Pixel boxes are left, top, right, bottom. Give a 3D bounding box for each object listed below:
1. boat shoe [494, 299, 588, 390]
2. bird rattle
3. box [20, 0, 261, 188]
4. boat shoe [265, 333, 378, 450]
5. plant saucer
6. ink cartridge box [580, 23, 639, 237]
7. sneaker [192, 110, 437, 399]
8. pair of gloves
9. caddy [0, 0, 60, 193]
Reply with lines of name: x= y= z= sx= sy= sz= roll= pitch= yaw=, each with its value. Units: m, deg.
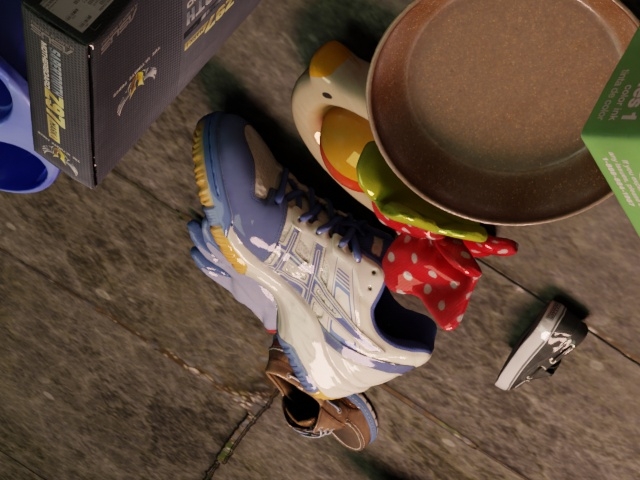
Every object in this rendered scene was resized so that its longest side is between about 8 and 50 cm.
boat shoe: x=0.186 y=0.098 z=1.630 sx=0.040 sy=0.049 sz=0.142 roll=31 pitch=151 yaw=2
bird rattle: x=0.068 y=-0.060 z=1.463 sx=0.207 sy=0.143 sz=0.253 roll=40 pitch=168 yaw=11
box: x=-0.105 y=-0.169 z=1.287 sx=0.059 sy=0.232 sz=0.183 roll=34 pitch=154 yaw=11
boat shoe: x=-0.007 y=0.161 z=1.924 sx=0.066 sy=0.066 sz=0.183 roll=6 pitch=143 yaw=43
plant saucer: x=0.130 y=-0.101 z=1.286 sx=0.198 sy=0.036 sz=0.198 roll=3 pitch=125 yaw=5
ink cartridge box: x=0.332 y=-0.034 z=1.168 sx=0.278 sy=0.117 sz=0.201 roll=5 pitch=142 yaw=42
sneaker: x=0.000 y=0.000 z=1.636 sx=0.131 sy=0.112 sz=0.296 roll=-17 pitch=123 yaw=23
pair of gloves: x=-0.032 y=0.033 z=1.785 sx=0.198 sy=0.023 sz=0.159 roll=-2 pitch=136 yaw=45
caddy: x=-0.341 y=-0.163 z=1.619 sx=0.341 sy=0.179 sz=0.241 roll=19 pitch=150 yaw=26
